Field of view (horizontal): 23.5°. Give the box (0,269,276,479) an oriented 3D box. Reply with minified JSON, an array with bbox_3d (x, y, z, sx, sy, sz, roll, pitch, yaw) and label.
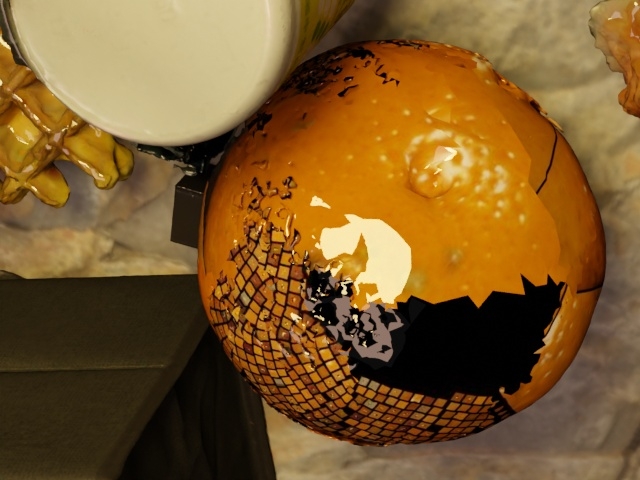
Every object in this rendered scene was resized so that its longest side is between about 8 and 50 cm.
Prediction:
[{"bbox_3d":[-0.158,0.226,1.034,0.205,0.251,0.345,-2,116,16],"label":"box"}]

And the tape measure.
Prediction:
[{"bbox_3d":[-0.074,-0.088,0.939,0.054,0.091,0.094,22,89,11],"label":"tape measure"}]

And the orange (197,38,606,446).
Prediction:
[{"bbox_3d":[0.046,0.000,0.860,0.234,0.234,0.182,25,148,5],"label":"orange"}]

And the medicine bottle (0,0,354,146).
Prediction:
[{"bbox_3d":[-0.046,-0.158,0.794,0.143,0.258,0.143,8,119,14],"label":"medicine bottle"}]

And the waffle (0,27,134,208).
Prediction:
[{"bbox_3d":[-0.216,-0.157,0.970,0.260,0.069,0.292,-2,113,18],"label":"waffle"}]

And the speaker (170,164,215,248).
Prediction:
[{"bbox_3d":[0.000,0.000,0.989,0.191,0.040,0.046,15,121,11],"label":"speaker"}]

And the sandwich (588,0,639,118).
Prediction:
[{"bbox_3d":[0.283,-0.098,0.765,0.301,0.162,0.250,2,122,21],"label":"sandwich"}]
